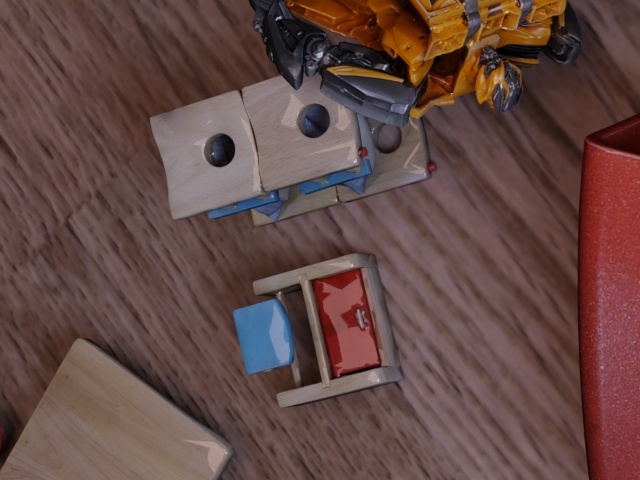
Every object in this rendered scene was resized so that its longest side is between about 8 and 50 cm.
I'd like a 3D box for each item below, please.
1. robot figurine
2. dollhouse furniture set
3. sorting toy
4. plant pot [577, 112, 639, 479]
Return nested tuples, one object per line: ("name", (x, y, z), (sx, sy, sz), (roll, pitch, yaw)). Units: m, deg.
("robot figurine", (0.023, -0.183, 1.159), (0.291, 0.211, 0.085), (47, 141, 27))
("dollhouse furniture set", (0.000, 0.000, 1.201), (0.129, 0.129, 0.183), (-16, 82, 22))
("sorting toy", (-0.126, 0.158, 1.297), (0.274, 0.046, 0.132), (34, 102, 20))
("plant pot", (0.278, 0.073, 1.025), (0.267, 0.267, 0.235), (16, 107, 23))
